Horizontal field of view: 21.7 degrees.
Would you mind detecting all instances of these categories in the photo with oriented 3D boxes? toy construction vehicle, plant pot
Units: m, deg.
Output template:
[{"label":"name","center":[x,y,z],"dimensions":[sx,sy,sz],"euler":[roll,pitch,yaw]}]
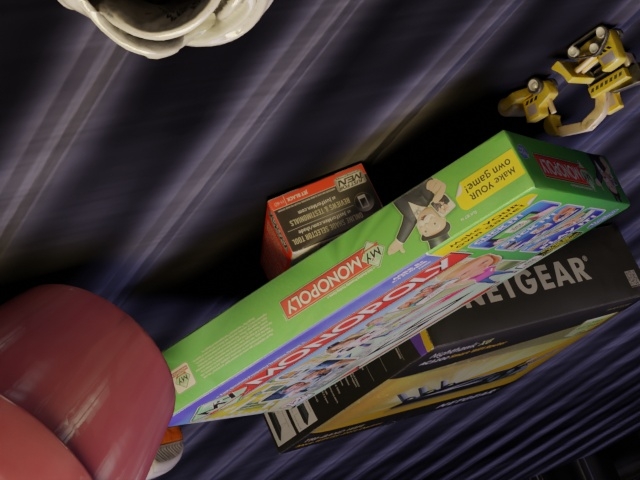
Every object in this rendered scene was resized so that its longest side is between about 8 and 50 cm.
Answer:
[{"label":"toy construction vehicle","center":[0.173,-0.100,1.102],"dimensions":[0.098,0.035,0.086],"euler":[-34,162,31]},{"label":"plant pot","center":[-0.186,0.128,1.012],"dimensions":[0.201,0.201,0.180],"euler":[-40,-171,44]}]

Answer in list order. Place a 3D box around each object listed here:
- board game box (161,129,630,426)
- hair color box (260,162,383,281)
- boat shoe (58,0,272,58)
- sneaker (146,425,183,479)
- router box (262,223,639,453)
[{"label":"board game box","center":[0.045,0.033,1.169],"dimensions":[0.317,0.046,0.213],"euler":[-33,165,22]},{"label":"hair color box","center":[0.000,0.000,1.157],"dimensions":[0.072,0.043,0.141],"euler":[-22,166,-12]},{"label":"boat shoe","center":[-0.060,-0.112,0.612],"dimensions":[0.096,0.088,0.267],"euler":[-25,164,1]},{"label":"sneaker","center":[-0.244,0.181,1.242],"dimensions":[0.180,0.125,0.321],"euler":[-31,163,19]},{"label":"router box","center":[0.123,0.091,1.572],"dimensions":[0.309,0.081,0.243],"euler":[-10,159,-42]}]
